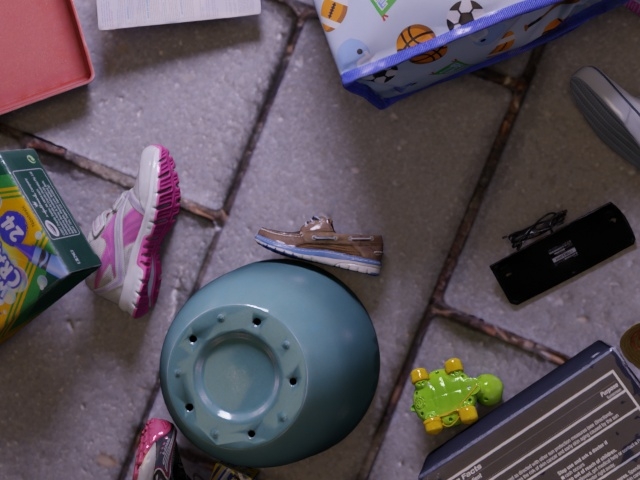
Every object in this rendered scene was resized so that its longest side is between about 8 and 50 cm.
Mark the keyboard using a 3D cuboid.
[{"bbox_3d":[0.324,0.004,1.373,0.192,0.038,0.100,-29,107,8],"label":"keyboard"}]

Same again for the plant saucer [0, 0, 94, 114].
[{"bbox_3d":[-0.483,-0.318,1.523,0.259,0.048,0.258,-18,85,9],"label":"plant saucer"}]

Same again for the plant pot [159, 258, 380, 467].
[{"bbox_3d":[-0.080,0.170,1.339,0.293,0.235,0.292,0,89,10],"label":"plant pot"}]

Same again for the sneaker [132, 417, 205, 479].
[{"bbox_3d":[-0.181,0.363,1.339,0.112,0.121,0.299,-6,117,5],"label":"sneaker"}]

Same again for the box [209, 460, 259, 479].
[{"bbox_3d":[-0.146,0.402,1.438,0.059,0.054,0.168,21,92,10],"label":"box"}]

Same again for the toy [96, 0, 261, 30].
[{"bbox_3d":[-0.206,-0.379,1.466,0.237,0.056,0.136,-5,84,6],"label":"toy"}]

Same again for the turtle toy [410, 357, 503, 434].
[{"bbox_3d":[0.186,0.214,1.370,0.130,0.066,0.095,-17,62,8],"label":"turtle toy"}]

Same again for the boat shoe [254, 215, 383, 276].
[{"bbox_3d":[0.000,0.000,1.418,0.183,0.066,0.066,13,87,1],"label":"boat shoe"}]

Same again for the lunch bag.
[{"bbox_3d":[0.180,-0.393,1.302,0.386,0.239,0.327,-22,83,17],"label":"lunch bag"}]

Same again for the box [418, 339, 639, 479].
[{"bbox_3d":[0.331,0.328,1.281,0.296,0.183,0.294,-35,84,7],"label":"box"}]

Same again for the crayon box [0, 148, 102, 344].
[{"bbox_3d":[-0.493,0.040,1.456,0.323,0.083,0.203,-36,83,25],"label":"crayon box"}]

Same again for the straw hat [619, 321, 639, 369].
[{"bbox_3d":[0.470,0.123,1.317,0.145,0.144,0.061,11,49,11],"label":"straw hat"}]

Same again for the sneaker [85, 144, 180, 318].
[{"bbox_3d":[-0.279,-0.020,1.448,0.111,0.103,0.252,15,91,9],"label":"sneaker"}]

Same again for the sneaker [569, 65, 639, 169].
[{"bbox_3d":[0.443,-0.146,1.326,0.258,0.094,0.091,45,82,3],"label":"sneaker"}]

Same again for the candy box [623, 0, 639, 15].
[{"bbox_3d":[0.473,-0.371,1.325,0.196,0.070,0.164,35,95,10],"label":"candy box"}]
